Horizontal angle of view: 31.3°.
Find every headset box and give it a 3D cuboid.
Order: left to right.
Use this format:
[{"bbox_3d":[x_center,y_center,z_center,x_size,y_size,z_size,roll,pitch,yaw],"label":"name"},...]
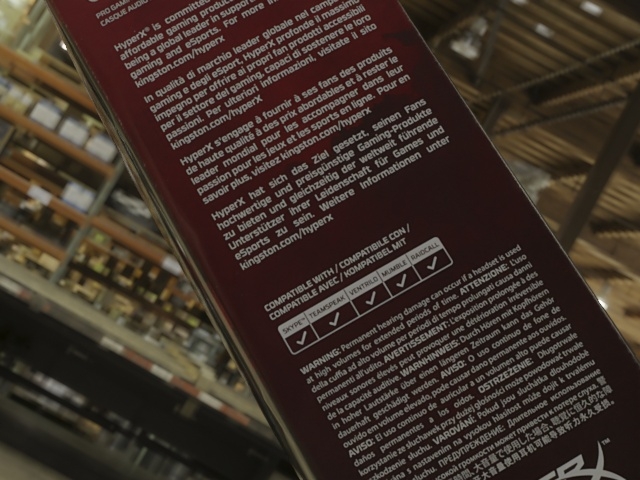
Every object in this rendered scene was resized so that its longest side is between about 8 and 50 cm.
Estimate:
[{"bbox_3d":[0.000,0.000,0.469,0.293,0.110,0.218,59,-8,14],"label":"headset box"}]
